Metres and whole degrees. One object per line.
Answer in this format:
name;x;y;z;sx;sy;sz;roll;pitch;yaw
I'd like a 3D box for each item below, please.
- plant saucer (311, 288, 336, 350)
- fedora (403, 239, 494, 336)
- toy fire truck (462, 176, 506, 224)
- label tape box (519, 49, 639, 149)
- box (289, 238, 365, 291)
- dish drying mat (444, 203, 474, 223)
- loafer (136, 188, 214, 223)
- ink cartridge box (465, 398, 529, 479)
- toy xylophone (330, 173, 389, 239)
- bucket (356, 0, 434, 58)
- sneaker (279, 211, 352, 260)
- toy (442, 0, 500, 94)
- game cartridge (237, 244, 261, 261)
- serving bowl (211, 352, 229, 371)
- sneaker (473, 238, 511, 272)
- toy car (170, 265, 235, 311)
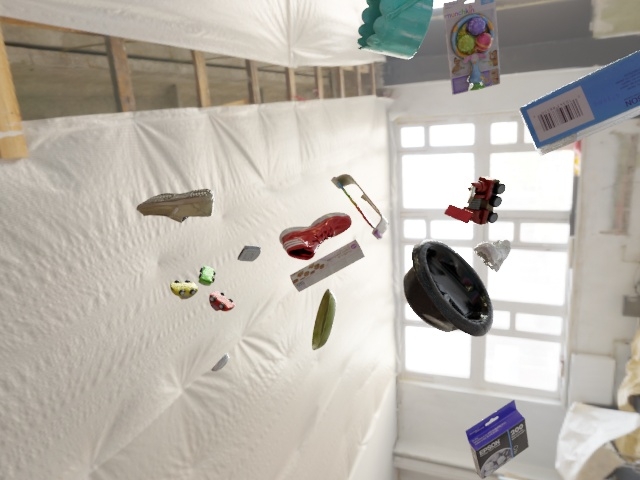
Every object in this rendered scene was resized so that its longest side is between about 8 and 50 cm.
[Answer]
plant saucer;0.016;0.303;1.781;0.241;0.037;0.240;-164;90;-83
fedora;0.369;0.164;1.440;0.334;0.152;0.333;23;-135;-25
toy fire truck;0.714;-0.175;2.140;0.247;0.158;0.216;-4;-66;-27
label tape box;0.641;-0.307;1.141;0.348;0.249;0.115;-7;-105;-62
box;0.028;0.108;1.968;0.067;0.324;0.063;57;-175;-44
dish drying mat;0.352;-0.068;1.194;0.008;0.083;0.032;31;-87;-38
loafer;-0.463;-0.101;1.501;0.102;0.269;0.091;-62;-36;-62
ink cartridge box;0.585;0.654;1.539;0.045;0.207;0.208;39;152;61
toy xylophone;0.180;-0.139;1.934;0.322;0.081;0.236;56;-171;30
bucket;0.252;-0.765;1.594;0.281;0.183;0.280;-170;90;-78
sneaker;0.000;0.000;1.339;0.128;0.222;0.086;-116;6;-53
toy;0.410;-0.515;1.238;0.056;0.137;0.237;-98;-5;-62
game cartridge;-0.208;0.039;1.384;0.083;0.056;0.017;132;140;-51
serving bowl;-0.366;0.456;1.730;0.083;0.027;0.083;-47;-3;-3
sneaker;0.615;0.031;1.653;0.115;0.090;0.232;-50;-28;6
toy car;-0.430;0.173;1.733;0.053;0.239;0.225;-61;17;22
